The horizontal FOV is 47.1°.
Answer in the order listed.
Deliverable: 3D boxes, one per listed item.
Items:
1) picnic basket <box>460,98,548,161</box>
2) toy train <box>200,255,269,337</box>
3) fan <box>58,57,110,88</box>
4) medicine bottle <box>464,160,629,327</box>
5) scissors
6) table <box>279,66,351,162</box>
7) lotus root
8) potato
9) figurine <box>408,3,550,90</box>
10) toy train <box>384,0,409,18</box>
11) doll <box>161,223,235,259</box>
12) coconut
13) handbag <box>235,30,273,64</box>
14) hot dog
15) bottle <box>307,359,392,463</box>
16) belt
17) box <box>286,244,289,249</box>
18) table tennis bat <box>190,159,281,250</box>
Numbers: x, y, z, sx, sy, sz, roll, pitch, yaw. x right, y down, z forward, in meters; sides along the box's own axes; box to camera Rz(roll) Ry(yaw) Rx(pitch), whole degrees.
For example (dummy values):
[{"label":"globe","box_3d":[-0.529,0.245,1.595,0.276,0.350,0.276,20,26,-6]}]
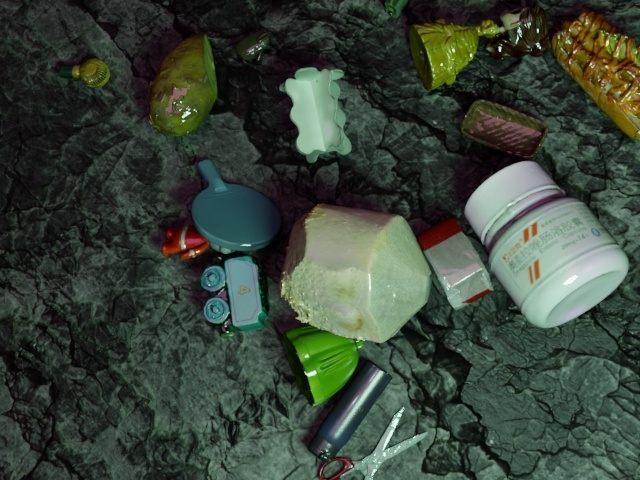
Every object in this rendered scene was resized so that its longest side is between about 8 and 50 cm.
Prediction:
[{"label":"picnic basket","box_3d":[0.432,-0.256,1.732,0.193,0.055,0.110,26,82,19]},{"label":"toy train","box_3d":[-0.203,0.129,1.758,0.154,0.107,0.198,-9,74,3]},{"label":"fan","box_3d":[-0.669,-0.473,2.063,0.155,0.039,0.082,5,77,15]},{"label":"medicine bottle","box_3d":[0.467,0.004,1.555,0.241,0.241,0.302,-32,61,3]},{"label":"scissors","box_3d":[0.123,0.483,1.628,0.247,0.017,0.144,-44,71,-2]},{"label":"table","box_3d":[-0.004,-0.303,1.804,0.166,0.166,0.199,-13,80,10]},{"label":"lotus root","box_3d":[0.022,0.259,1.648,0.186,0.186,0.186,-3,75,13]},{"label":"potato","box_3d":[-0.350,-0.409,1.916,0.176,0.141,0.298,13,79,7]},{"label":"figurine","box_3d":[0.386,-0.486,1.756,0.315,0.187,0.168,-19,73,0]},{"label":"toy train","box_3d":[0.201,-0.620,1.884,0.038,0.056,0.093,30,85,17]},{"label":"doll","box_3d":[-0.270,-0.010,1.816,0.244,0.076,0.142,-6,42,10]},{"label":"coconut","box_3d":[0.090,0.075,1.590,0.309,0.297,0.298,12,78,28]},{"label":"handbag","box_3d":[-0.172,-0.518,1.951,0.111,0.047,0.072,-36,65,2]},{"label":"hot dog","box_3d":[0.676,-0.388,1.676,0.158,0.117,0.349,-35,70,2]},{"label":"bottle","box_3d":[0.062,0.382,1.640,0.072,0.082,0.244,38,84,-22]},{"label":"belt","box_3d":[0.290,0.055,1.643,0.124,0.128,0.201,-29,65,5]},{"label":"box","box_3d":[0.000,0.000,1.785,0.155,0.023,0.087,-40,68,0]},{"label":"table tennis bat","box_3d":[-0.223,-0.088,1.801,0.215,0.044,0.329,-14,47,-27]}]
